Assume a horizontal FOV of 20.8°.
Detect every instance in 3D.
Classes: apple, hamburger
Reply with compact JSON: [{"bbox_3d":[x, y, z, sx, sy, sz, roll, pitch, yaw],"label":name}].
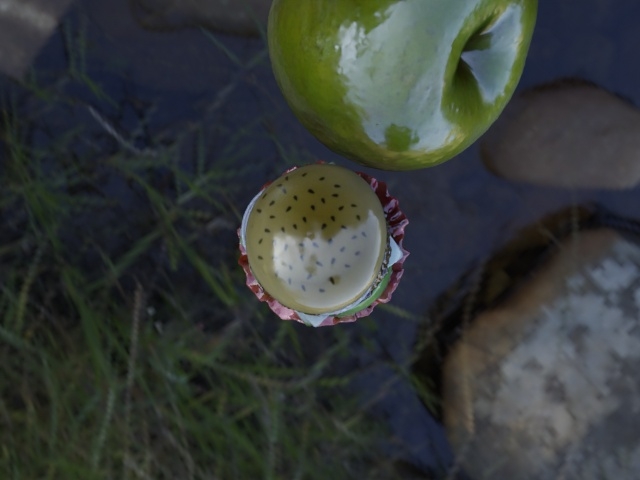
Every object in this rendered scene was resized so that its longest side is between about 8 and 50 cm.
[{"bbox_3d":[0.054,-0.147,1.185,0.196,0.157,0.196,-43,150,-33],"label":"apple"},{"bbox_3d":[-0.003,0.001,1.696,0.175,0.175,0.137,-40,170,2],"label":"hamburger"}]
